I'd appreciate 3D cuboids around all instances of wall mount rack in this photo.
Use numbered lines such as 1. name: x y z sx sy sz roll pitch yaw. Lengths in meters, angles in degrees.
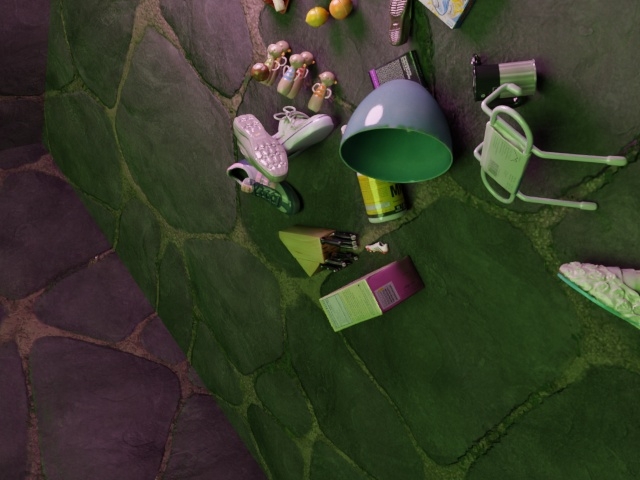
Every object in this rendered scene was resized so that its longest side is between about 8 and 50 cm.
1. wall mount rack: 0.484 -0.182 1.276 0.304 0.130 0.350 48 172 23

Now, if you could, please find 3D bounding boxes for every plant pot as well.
1. plant pot: 0.206 -0.303 1.501 0.290 0.290 0.196 -14 60 49

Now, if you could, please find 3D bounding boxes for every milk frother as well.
1. milk frother: 0.423 -0.389 1.335 0.134 0.129 0.143 -3 77 12

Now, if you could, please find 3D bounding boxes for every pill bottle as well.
1. pill bottle: 0.175 -0.166 1.684 0.119 0.119 0.209 -4 106 48

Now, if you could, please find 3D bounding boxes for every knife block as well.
1. knife block: 0.000 0.000 1.979 0.276 0.088 0.242 51 137 17

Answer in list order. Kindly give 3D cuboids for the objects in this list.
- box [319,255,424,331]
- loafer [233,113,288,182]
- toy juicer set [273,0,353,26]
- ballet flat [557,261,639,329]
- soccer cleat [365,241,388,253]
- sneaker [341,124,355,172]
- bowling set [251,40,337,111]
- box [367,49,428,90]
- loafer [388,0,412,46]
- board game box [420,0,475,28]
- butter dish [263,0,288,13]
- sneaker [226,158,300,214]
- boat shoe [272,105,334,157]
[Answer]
1. box: 0.159 0.168 1.792 0.243 0.213 0.117 -30 86 49
2. loafer: -0.192 -0.287 1.863 0.111 0.112 0.319 94 151 -48
3. toy juicer set: -0.029 -0.733 1.650 0.329 0.089 0.209 19 127 27
4. ballet flat: 0.734 0.149 1.258 0.409 0.147 0.147 40 134 23
5. soccer cleat: 0.182 0.020 1.841 0.083 0.029 0.036 12 108 40
6. sneaker: 0.092 -0.276 1.768 0.065 0.061 0.158 -16 96 56
7. bowling set: -0.103 -0.525 1.737 0.287 0.200 0.154 33 102 25
8. box: 0.213 -0.440 1.580 0.162 0.029 0.116 -11 101 50
9. loafer: 0.211 -0.583 1.498 0.056 0.050 0.148 19 106 37
10. board game box: 0.295 -0.634 1.390 0.201 0.035 0.136 49 137 19
11. butter dish: -0.168 -0.797 1.744 0.160 0.118 0.160 47 136 20
12. sneaker: -0.213 -0.183 2.083 0.319 0.131 0.112 38 133 28
13. boat shoe: -0.093 -0.369 1.879 0.367 0.135 0.157 -22 89 59
